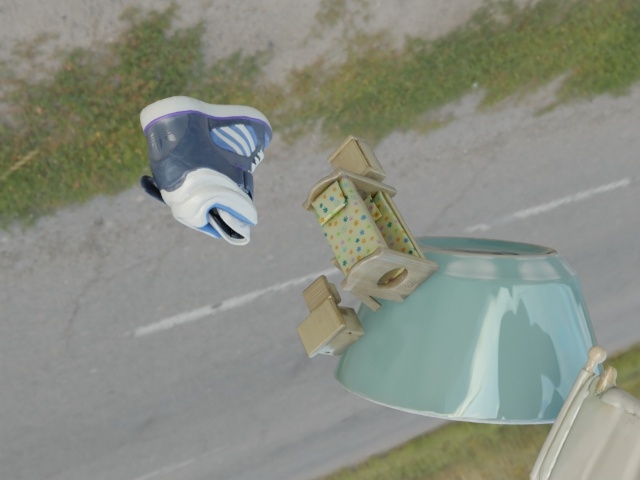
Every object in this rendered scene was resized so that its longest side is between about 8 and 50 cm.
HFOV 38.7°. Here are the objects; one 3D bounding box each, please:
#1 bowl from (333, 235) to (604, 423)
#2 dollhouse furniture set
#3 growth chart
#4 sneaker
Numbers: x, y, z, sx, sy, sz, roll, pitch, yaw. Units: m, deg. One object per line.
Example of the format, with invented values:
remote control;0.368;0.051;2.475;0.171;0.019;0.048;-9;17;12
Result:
bowl;0.173;0.085;1.036;0.311;0.163;0.311;3;-173;0
dollhouse furniture set;0.000;0.000;0.944;0.101;0.182;0.161;15;129;-46
growth chart;0.225;0.195;0.698;0.021;0.237;0.172;24;99;-17
sneaker;-0.153;-0.096;1.478;0.130;0.236;0.322;-26;168;23
